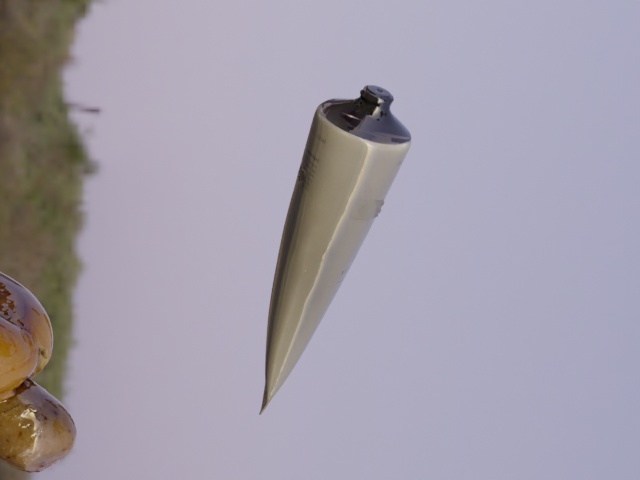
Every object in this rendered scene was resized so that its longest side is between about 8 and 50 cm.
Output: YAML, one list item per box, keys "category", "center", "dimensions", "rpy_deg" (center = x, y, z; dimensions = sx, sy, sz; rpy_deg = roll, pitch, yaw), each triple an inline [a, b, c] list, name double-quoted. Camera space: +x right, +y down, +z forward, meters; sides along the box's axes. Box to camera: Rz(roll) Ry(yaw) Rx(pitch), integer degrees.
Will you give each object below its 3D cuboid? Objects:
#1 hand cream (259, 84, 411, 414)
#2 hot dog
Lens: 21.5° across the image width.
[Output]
- category: "hand cream"
  center: [0.000, 0.000, 0.926]
  dimensions: [0.087, 0.054, 0.186]
  rpy_deg: [-83, -168, -65]
- category: "hot dog"
  center: [-0.154, 0.037, 0.648]
  dimensions: [0.090, 0.140, 0.060]
  rpy_deg: [-76, -176, -69]
